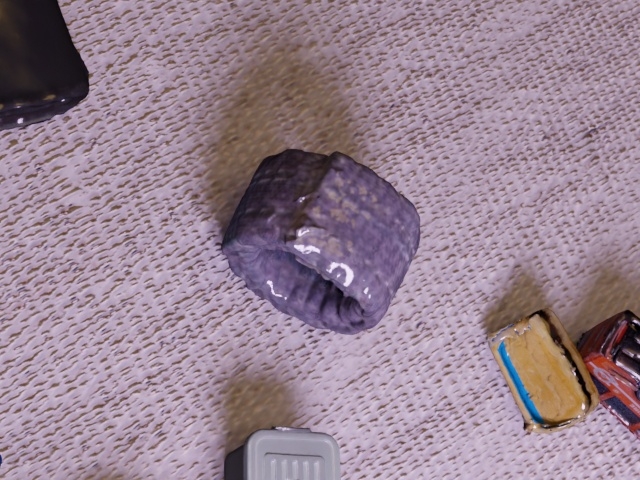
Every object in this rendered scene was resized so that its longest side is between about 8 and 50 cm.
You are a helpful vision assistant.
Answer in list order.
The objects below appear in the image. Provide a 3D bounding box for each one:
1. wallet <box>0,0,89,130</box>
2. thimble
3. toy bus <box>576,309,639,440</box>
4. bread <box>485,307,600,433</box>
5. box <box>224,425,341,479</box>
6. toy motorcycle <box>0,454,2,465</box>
[{"bbox_3d":[-0.346,-0.274,1.348,0.228,0.062,0.406,-16,82,-29],"label":"wallet"},{"bbox_3d":[0.002,0.002,1.391,0.150,0.150,0.098,35,64,-13],"label":"thimble"},{"bbox_3d":[0.330,0.163,1.535,0.235,0.096,0.073,43,61,-9],"label":"toy bus"},{"bbox_3d":[0.198,0.117,1.504,0.072,0.053,0.106,-27,85,12],"label":"bread"},{"bbox_3d":[-0.034,0.213,1.356,0.084,0.069,0.122,7,73,-26],"label":"box"},{"bbox_3d":[-0.327,0.098,1.170,0.125,0.196,0.331,-35,94,-31],"label":"toy motorcycle"}]
